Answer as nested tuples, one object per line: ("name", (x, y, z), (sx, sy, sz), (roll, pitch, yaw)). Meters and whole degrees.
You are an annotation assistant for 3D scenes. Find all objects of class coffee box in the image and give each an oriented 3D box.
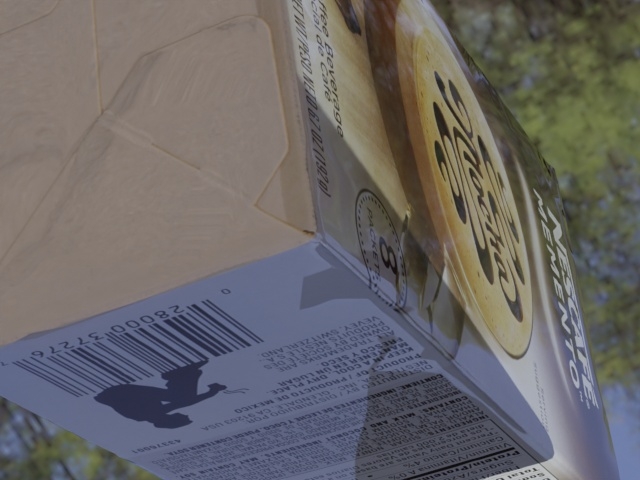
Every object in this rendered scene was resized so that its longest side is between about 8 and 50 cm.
("coffee box", (0.000, 0.000, 0.543), (0.119, 0.297, 0.168), (-18, -119, 18))
